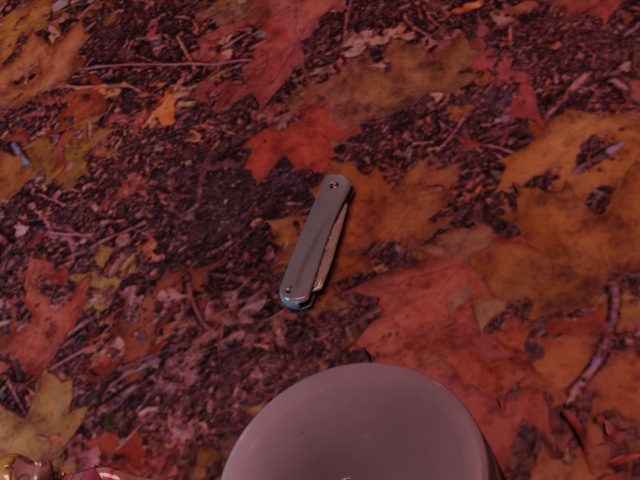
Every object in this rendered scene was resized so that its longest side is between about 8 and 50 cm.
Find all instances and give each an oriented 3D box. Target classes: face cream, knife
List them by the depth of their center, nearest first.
[{"bbox_3d":[0.047,0.221,0.870,0.201,0.187,0.201,-12,50,14],"label":"face cream"},{"bbox_3d":[0.000,0.000,1.180,0.044,0.023,0.162,3,55,28],"label":"knife"}]

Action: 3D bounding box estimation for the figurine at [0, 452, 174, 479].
[{"bbox_3d":[-0.226,0.237,1.067,0.187,0.083,0.083,0,52,8],"label":"figurine"}]
